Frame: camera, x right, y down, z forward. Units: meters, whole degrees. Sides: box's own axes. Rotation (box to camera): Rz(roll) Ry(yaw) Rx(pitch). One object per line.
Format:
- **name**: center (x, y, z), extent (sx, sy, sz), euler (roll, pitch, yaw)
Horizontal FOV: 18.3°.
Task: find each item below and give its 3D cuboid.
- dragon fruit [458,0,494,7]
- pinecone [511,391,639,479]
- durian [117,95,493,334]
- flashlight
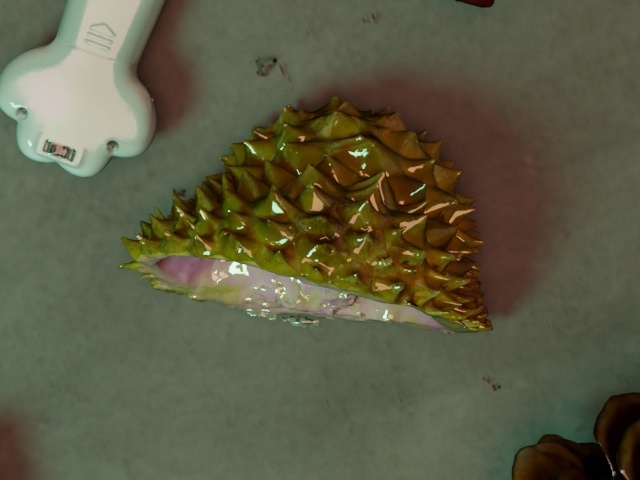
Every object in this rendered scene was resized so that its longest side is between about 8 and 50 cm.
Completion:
- **dragon fruit**: center (0.005, -0.257, 0.985), extent (0.286, 0.329, 0.228), euler (19, 101, -5)
- **pinecone**: center (0.231, 0.186, 1.056), extent (0.246, 0.292, 0.246), euler (14, 64, -30)
- **durian**: center (0.001, 0.001, 1.117), extent (0.182, 0.165, 0.132), euler (30, 130, 24)
- **flashlight**: center (-0.117, -0.136, 1.126), extent (0.093, 0.047, 0.200), euler (19, 92, -5)
